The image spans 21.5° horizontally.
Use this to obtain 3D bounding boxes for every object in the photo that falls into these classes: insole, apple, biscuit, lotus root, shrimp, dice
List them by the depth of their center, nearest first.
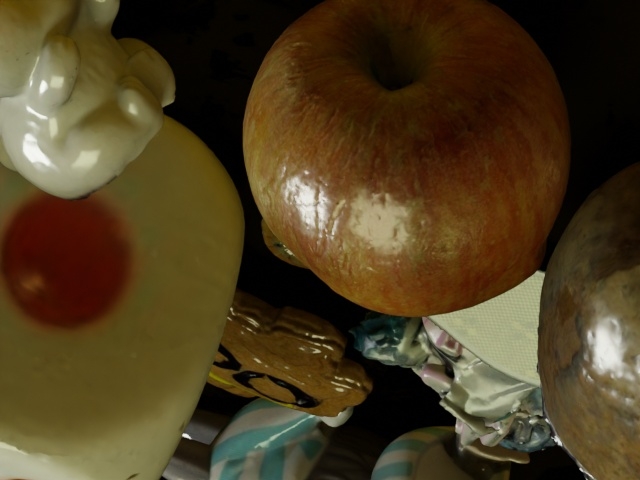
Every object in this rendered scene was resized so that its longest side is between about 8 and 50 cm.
[{"bbox_3d":[0.056,-0.058,1.081,0.211,0.211,0.188,8,143,10],"label":"apple"},{"bbox_3d":[0.284,0.058,1.180,0.272,0.272,0.192,9,142,8],"label":"lotus root"},{"bbox_3d":[-0.241,0.064,1.340,0.277,0.304,0.304,22,151,-17],"label":"dice"},{"bbox_3d":[0.123,0.041,1.369,0.322,0.007,0.109,30,120,-10],"label":"insole"},{"bbox_3d":[0.000,0.000,1.422,0.114,0.023,0.083,3,149,27],"label":"shrimp"},{"bbox_3d":[-0.059,0.107,1.561,0.208,0.041,0.290,34,159,-18],"label":"biscuit"}]

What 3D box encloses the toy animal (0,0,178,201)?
[{"bbox_3d":[-0.207,-0.121,1.151,0.193,0.127,0.178,36,142,-21],"label":"toy animal"}]

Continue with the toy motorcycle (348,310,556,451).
[{"bbox_3d":[0.125,0.102,1.477,0.204,0.108,0.239,7,126,4],"label":"toy motorcycle"}]

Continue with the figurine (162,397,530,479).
[{"bbox_3d":[-0.020,0.269,1.691,0.377,0.266,0.361,15,147,-4],"label":"figurine"}]
